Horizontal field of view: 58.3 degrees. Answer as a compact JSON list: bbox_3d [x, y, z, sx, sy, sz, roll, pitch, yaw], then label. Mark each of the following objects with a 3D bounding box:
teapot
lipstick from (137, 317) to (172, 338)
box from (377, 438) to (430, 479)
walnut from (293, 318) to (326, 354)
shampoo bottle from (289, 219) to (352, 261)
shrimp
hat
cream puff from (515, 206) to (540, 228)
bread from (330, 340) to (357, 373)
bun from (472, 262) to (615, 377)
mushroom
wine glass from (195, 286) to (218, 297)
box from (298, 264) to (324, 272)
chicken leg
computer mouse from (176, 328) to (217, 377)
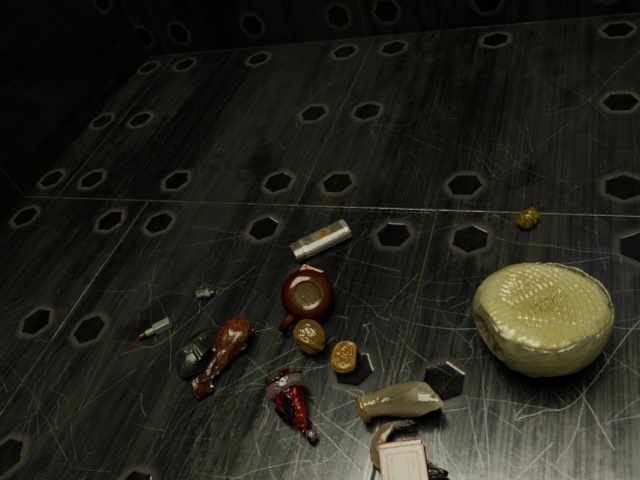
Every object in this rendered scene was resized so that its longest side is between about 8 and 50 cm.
[{"bbox_3d":[-0.055,0.204,1.918,0.178,0.135,0.252,37,84,10],"label":"teapot"},{"bbox_3d":[-0.598,0.322,2.055,0.129,0.030,0.030,-27,44,-7],"label":"lipstick"},{"bbox_3d":[0.213,0.617,1.416,0.122,0.050,0.230,-11,58,13],"label":"box"},{"bbox_3d":[-0.033,0.306,1.815,0.105,0.105,0.124,-37,47,-17],"label":"walnut"},{"bbox_3d":[0.000,0.000,2.132,0.227,0.056,0.086,-25,43,-5],"label":"shampoo bottle"},{"bbox_3d":[0.240,0.555,1.512,0.219,0.046,0.152,8,54,27],"label":"shrimp"},{"bbox_3d":[-0.078,0.490,1.667,0.140,0.128,0.227,-49,56,29],"label":"hat"},{"bbox_3d":[0.704,-0.080,1.950,0.083,0.058,0.083,-21,42,2],"label":"cream puff"},{"bbox_3d":[0.073,0.359,1.765,0.083,0.044,0.111,-8,43,18],"label":"bread"},{"bbox_3d":[0.607,0.230,1.582,0.364,0.202,0.364,-10,38,8],"label":"bun"},{"bbox_3d":[0.222,0.445,1.590,0.246,0.096,0.108,-11,45,17],"label":"mushroom"},{"bbox_3d":[-0.419,0.192,2.114,0.083,0.039,0.042,-9,47,18],"label":"wine glass"},{"bbox_3d":[-0.037,0.123,2.056,0.093,0.015,0.058,19,58,33],"label":"box"},{"bbox_3d":[-0.322,0.379,1.866,0.113,0.093,0.304,21,61,20],"label":"chicken leg"},{"bbox_3d":[-0.419,0.372,1.918,0.105,0.062,0.192,10,53,28],"label":"computer mouse"}]
